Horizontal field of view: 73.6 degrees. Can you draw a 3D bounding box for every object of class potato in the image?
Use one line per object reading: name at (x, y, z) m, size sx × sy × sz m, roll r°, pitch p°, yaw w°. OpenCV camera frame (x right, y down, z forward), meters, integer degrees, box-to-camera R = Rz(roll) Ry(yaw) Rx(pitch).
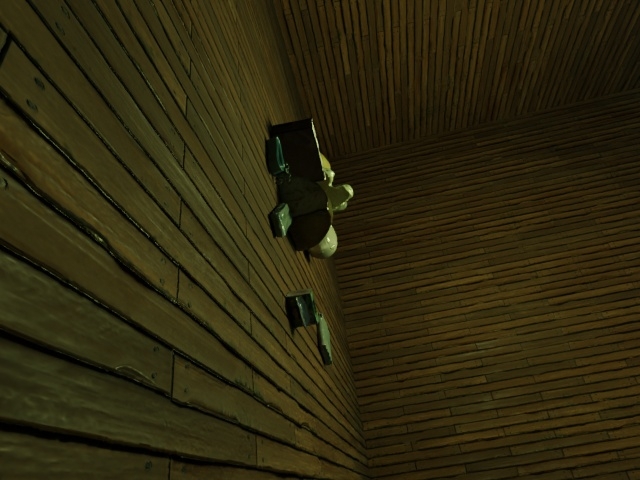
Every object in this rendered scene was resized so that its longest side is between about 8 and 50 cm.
potato at (-0.041, -0.111, 1.727) m, size 0.264 × 0.189 × 0.211 m, roll 71°, pitch 8°, yaw -54°

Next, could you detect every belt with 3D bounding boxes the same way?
belt at (-0.162, -0.308, 1.598) m, size 0.100 × 0.065 × 0.179 m, roll 54°, pitch 23°, yaw -53°

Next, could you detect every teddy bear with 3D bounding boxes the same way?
teddy bear at (0.024, -0.294, 2.292) m, size 0.327 × 0.375 × 0.362 m, roll 38°, pitch 40°, yaw -11°

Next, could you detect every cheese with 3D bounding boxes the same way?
cheese at (0.000, 0.000, 2.114) m, size 0.189 × 0.154 × 0.198 m, roll 38°, pitch 39°, yaw -51°

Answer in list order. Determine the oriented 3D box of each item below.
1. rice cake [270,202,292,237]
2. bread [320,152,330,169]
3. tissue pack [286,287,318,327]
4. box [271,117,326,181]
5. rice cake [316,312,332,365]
rice cake at (-0.133, -0.075, 1.474) m, size 0.226 × 0.040 × 0.085 m, roll -81°, pitch 158°, yaw -75°
bread at (-0.044, -0.428, 2.542) m, size 0.170 × 0.197 × 0.197 m, roll 47°, pitch 29°, yaw -56°
tissue pack at (-0.058, 0.221, 1.379) m, size 0.079 × 0.085 × 0.111 m, roll -72°, pitch 151°, yaw -77°
box at (-0.091, -0.371, 1.830) m, size 0.153 × 0.188 × 0.252 m, roll -92°, pitch 171°, yaw -64°
rice cake at (0.018, 0.446, 1.947) m, size 0.198 × 0.037 × 0.189 m, roll -97°, pitch 173°, yaw -46°
